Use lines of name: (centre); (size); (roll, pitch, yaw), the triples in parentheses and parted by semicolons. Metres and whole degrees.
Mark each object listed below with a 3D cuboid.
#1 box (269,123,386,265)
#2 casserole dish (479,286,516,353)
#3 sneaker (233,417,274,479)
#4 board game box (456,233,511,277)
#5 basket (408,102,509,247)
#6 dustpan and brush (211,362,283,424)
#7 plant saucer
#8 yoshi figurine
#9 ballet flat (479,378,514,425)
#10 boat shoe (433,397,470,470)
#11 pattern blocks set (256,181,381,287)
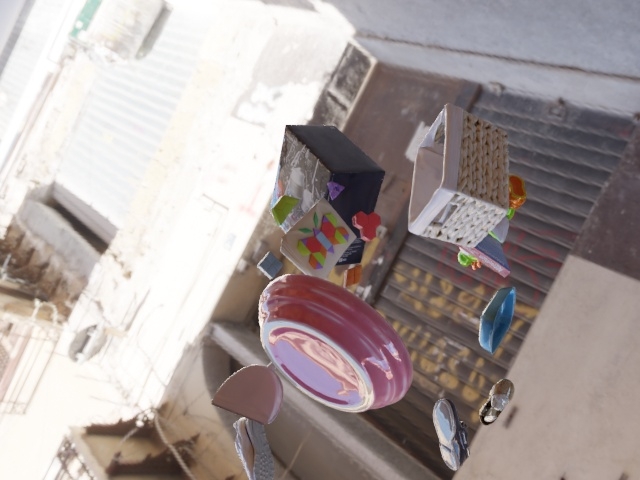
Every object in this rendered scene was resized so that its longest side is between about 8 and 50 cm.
box: (0.006, -0.143, 1.840); (0.179, 0.313, 0.343); (-3, -147, -28)
casserole dish: (0.401, 0.176, 1.385); (0.037, 0.114, 0.188); (12, -150, 29)
sneaker: (-0.215, 0.677, 1.923); (0.094, 0.235, 0.090); (-24, 157, 30)
board game box: (0.380, -0.019, 1.607); (0.281, 0.027, 0.145); (32, -151, -18)
basket: (0.196, -0.088, 0.855); (0.103, 0.167, 0.113); (18, 144, -9)
dustpan and brush: (-0.128, 0.307, 1.357); (0.147, 0.211, 0.060); (15, 144, 22)
plant saucer: (0.010, 0.212, 1.154); (0.332, 0.084, 0.332); (25, 142, 21)
yoshi figurine: (0.508, -0.069, 1.938); (0.203, 0.203, 0.362); (31, 144, 15)
ballet flat: (0.557, 0.520, 1.922); (0.073, 0.206, 0.067); (19, -138, 10)
boat shoe: (0.330, 0.469, 1.506); (0.065, 0.206, 0.075); (-22, -157, -25)
pattern blocks set: (0.000, 0.000, 1.479); (0.285, 0.325, 0.026); (36, 152, -18)
